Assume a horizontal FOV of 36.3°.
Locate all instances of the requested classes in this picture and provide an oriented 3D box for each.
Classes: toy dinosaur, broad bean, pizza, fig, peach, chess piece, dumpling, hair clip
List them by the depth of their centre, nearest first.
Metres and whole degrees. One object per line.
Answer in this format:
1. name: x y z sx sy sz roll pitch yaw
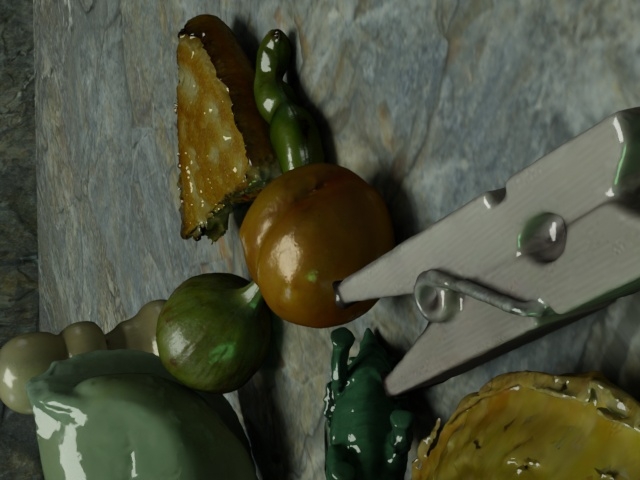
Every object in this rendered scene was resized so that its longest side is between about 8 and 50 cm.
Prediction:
1. hair clip: 0.115 0.021 0.617 0.331 0.085 0.101 -41 62 62
2. toy dinosaur: 0.038 0.159 0.776 0.292 0.079 0.120 -79 -6 -67
3. peach: 0.000 0.000 0.829 0.138 0.138 0.138 172 90 -67
4. broad bean: -0.029 -0.113 0.962 0.070 0.048 0.213 121 139 -58
5. pizza: -0.101 -0.091 1.109 0.251 0.074 0.287 -131 39 -54
6. fig: -0.095 0.070 1.133 0.245 0.149 0.149 -51 47 34
7. dumpling: -0.181 0.272 1.175 0.212 0.270 0.320 -15 93 63
8. chess piece: -0.313 0.177 1.407 0.167 0.300 0.167 170 90 -67

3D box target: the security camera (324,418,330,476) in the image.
1. security camera: 0.048 0.305 0.887 0.157 0.080 0.301 89 173 -57

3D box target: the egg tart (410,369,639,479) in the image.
1. egg tart: 0.128 0.293 0.554 0.443 0.178 0.443 174 90 -67
